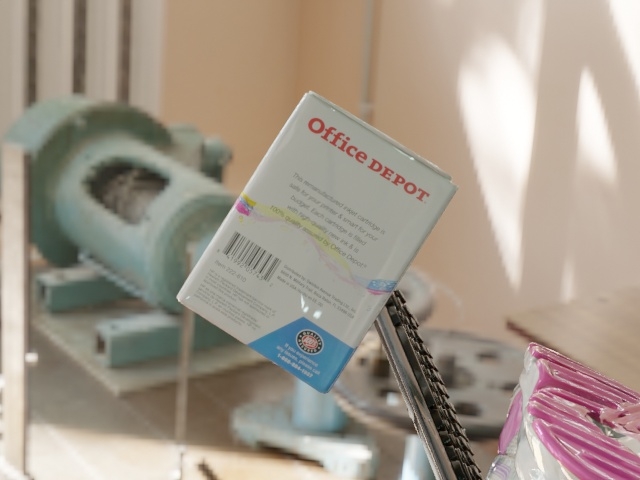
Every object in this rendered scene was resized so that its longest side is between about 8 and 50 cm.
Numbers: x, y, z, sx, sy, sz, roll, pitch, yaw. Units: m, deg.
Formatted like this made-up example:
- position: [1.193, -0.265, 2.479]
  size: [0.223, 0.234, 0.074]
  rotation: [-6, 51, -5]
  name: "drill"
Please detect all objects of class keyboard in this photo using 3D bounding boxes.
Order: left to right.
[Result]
- position: [0.103, 0.166, 1.208]
  size: [0.033, 0.201, 0.317]
  rotation: [-24, 53, 5]
  name: "keyboard"

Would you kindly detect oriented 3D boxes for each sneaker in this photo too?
- position: [0.111, 0.120, 0.713]
  size: [0.103, 0.111, 0.252]
  rotation: [25, 9, 13]
  name: "sneaker"

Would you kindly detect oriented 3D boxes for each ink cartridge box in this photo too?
- position: [0.000, 0.000, 0.798]
  size: [0.088, 0.122, 0.052]
  rotation: [33, 3, 3]
  name: "ink cartridge box"
